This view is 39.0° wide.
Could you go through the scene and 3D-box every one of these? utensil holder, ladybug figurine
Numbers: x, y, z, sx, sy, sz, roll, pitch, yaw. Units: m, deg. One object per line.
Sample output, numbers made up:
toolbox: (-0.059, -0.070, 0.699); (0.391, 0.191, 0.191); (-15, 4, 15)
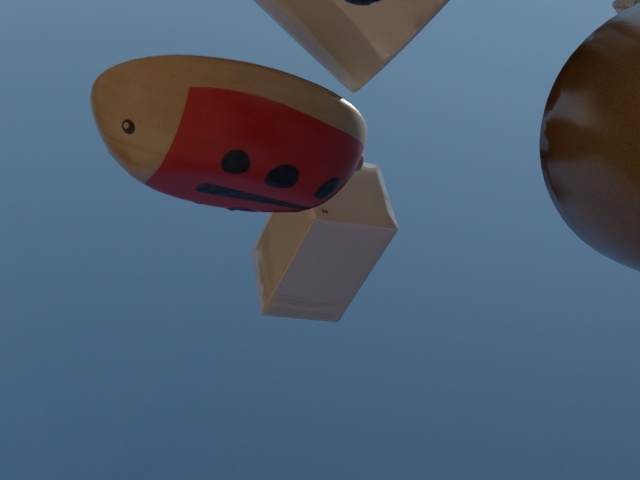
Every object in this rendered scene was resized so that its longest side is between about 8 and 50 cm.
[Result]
utensil holder: (0.022, -0.480, 1.458); (0.327, 0.385, 0.327); (-46, -172, 9)
ladybug figurine: (-0.127, -0.146, 1.380); (0.305, 0.449, 0.162); (-31, -126, 59)

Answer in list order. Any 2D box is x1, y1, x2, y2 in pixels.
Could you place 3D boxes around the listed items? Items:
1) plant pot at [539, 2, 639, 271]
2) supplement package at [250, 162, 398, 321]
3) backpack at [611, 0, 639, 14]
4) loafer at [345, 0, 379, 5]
plant pot: (0.299, -0.054, 0.645); (0.237, 0.237, 0.254); (-41, -170, 12)
supplement package: (0.000, 0.000, 1.767); (0.293, 0.175, 0.177); (120, -31, -42)
backpack: (0.656, -0.377, 1.566); (0.263, 0.213, 0.276); (-26, -155, -7)
loafer: (0.090, -0.234, 0.613); (0.078, 0.076, 0.223); (29, -118, 23)
